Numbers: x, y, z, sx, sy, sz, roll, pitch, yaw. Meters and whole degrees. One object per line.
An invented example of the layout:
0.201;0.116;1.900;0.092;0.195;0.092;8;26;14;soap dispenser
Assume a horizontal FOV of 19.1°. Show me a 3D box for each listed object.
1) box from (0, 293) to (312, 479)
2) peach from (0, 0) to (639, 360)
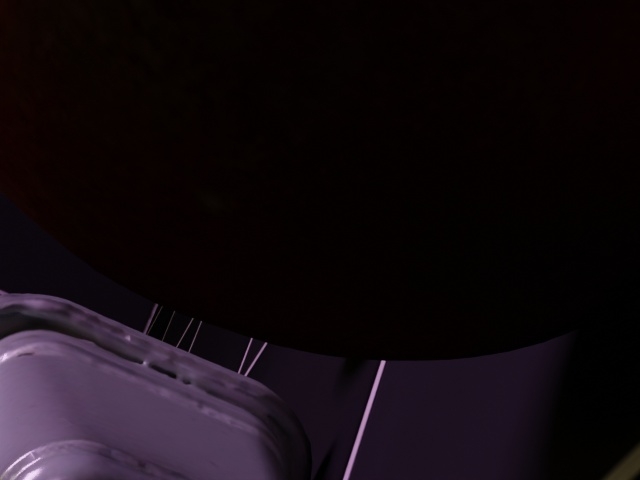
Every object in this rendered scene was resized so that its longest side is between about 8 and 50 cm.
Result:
-0.119;0.197;0.758;0.312;0.175;0.182;-64;14;3;box
0.012;-0.101;0.466;0.252;0.252;0.252;-155;90;-84;peach
